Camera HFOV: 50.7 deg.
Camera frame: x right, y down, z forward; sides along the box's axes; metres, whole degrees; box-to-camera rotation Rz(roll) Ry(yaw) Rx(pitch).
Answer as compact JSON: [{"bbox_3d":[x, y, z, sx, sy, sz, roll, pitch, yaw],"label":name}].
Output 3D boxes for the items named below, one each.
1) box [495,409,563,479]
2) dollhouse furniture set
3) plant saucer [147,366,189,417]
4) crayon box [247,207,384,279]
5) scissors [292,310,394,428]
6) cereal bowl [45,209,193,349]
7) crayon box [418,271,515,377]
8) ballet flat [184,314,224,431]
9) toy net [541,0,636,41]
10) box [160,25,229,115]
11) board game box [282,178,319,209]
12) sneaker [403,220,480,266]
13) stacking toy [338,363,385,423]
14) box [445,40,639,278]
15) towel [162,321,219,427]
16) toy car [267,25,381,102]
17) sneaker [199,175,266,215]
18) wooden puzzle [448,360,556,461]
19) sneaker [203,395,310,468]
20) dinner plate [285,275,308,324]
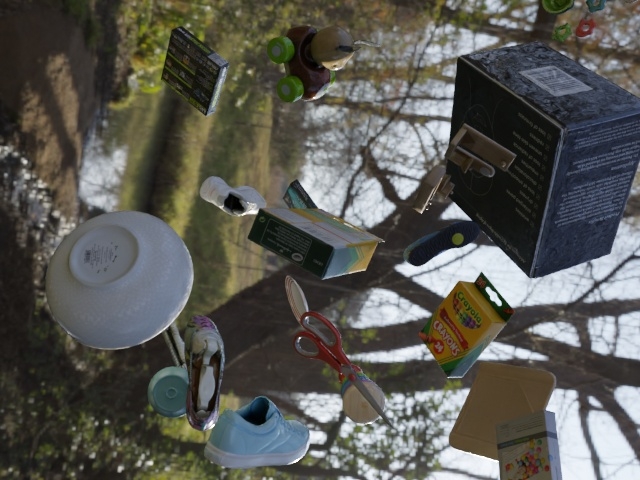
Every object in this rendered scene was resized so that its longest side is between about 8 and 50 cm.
[{"bbox_3d":[0.433,0.462,1.404,0.145,0.038,0.186,-39,-141,49],"label":"box"},{"bbox_3d":[0.293,-0.121,1.395,0.151,0.123,0.144,-52,170,-24],"label":"dollhouse furniture set"},{"bbox_3d":[-0.347,0.356,1.579,0.021,0.120,0.119,107,-11,-83],"label":"plant saucer"},{"bbox_3d":[0.000,0.000,1.594,0.323,0.203,0.083,-7,122,-65],"label":"crayon box"},{"bbox_3d":[0.061,0.269,1.428,0.109,0.297,0.021,-58,164,21],"label":"scissors"},{"bbox_3d":[-0.467,0.067,1.537,0.141,0.339,0.338,85,6,-59],"label":"cereal bowl"},{"bbox_3d":[0.483,0.279,2.264,0.318,0.081,0.202,-59,-138,27],"label":"crayon box"},{"bbox_3d":[-0.209,0.232,1.230,0.079,0.077,0.221,127,-35,-56],"label":"ballet flat"},{"bbox_3d":[0.581,-0.499,1.394,0.232,0.045,0.122,-10,-98,38],"label":"toy net"},{"bbox_3d":[-0.363,-0.483,1.934,0.045,0.191,0.184,-42,166,-41],"label":"box"},{"bbox_3d":[-0.035,-0.075,1.940,0.186,0.026,0.126,53,-22,7],"label":"board game box"},{"bbox_3d":[0.313,-0.001,1.770,0.069,0.209,0.082,63,1,-13],"label":"sneaker"},{"bbox_3d":[0.124,0.511,2.324,0.330,0.141,0.141,-141,-121,-82],"label":"stacking toy"},{"bbox_3d":[0.603,-0.238,1.900,0.480,0.298,0.471,-123,-154,-47],"label":"box"},{"bbox_3d":[-0.405,0.412,2.134,0.324,0.056,0.312,43,-21,56],"label":"towel"},{"bbox_3d":[0.020,-0.359,1.330,0.155,0.189,0.148,-36,118,-50],"label":"toy car"},{"bbox_3d":[-0.229,-0.101,1.900,0.115,0.232,0.090,41,-72,35],"label":"sneaker"},{"bbox_3d":[0.445,0.420,1.650,0.221,0.044,0.238,-1,-126,50],"label":"wooden puzzle"},{"bbox_3d":[-0.123,0.461,1.664,0.366,0.135,0.150,13,99,-59],"label":"sneaker"},{"bbox_3d":[-0.057,0.156,1.745,0.141,0.017,0.141,55,-24,39],"label":"dinner plate"}]
